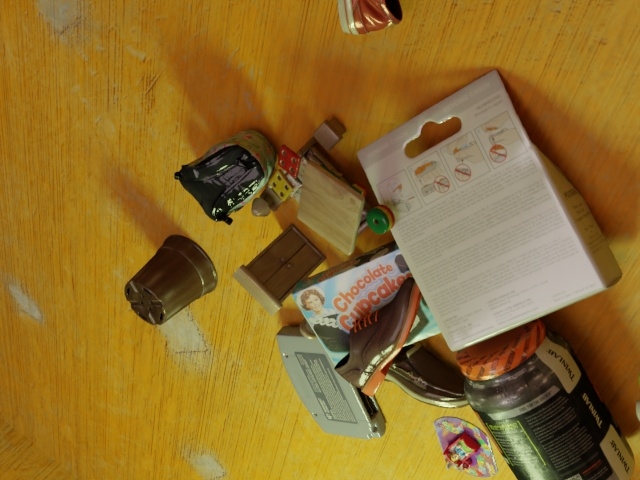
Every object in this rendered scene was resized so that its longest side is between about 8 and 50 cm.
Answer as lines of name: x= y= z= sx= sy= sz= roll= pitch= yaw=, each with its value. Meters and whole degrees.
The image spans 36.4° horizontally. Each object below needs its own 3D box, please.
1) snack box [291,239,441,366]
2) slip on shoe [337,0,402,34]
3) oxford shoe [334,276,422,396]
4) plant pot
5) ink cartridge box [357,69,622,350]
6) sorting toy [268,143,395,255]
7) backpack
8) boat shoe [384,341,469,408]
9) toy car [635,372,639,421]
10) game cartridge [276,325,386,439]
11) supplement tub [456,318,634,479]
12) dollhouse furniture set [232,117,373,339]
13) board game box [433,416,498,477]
snack box: x=0.129 y=0.106 z=1.809 sx=0.322 sy=0.060 sz=0.187 roll=-24 pitch=107 yaw=22
slip on shoe: x=0.072 y=-0.462 z=1.444 sx=0.101 sy=0.123 sz=0.331 roll=2 pitch=128 yaw=13
oxford shoe: x=0.104 y=0.165 z=1.757 sx=0.098 sy=0.097 sz=0.271 roll=27 pitch=120 yaw=4
plant pot: x=-0.354 y=0.099 z=2.254 sx=0.167 sy=0.165 sz=0.167 roll=24 pitch=136 yaw=26
ink cartridge box: x=0.269 y=-0.045 z=1.613 sx=0.308 sy=0.091 sz=0.385 roll=-29 pitch=85 yaw=36
sorting toy: x=0.021 y=-0.069 z=1.736 sx=0.274 sy=0.046 sz=0.132 roll=36 pitch=137 yaw=26
backpack: x=-0.174 y=-0.137 z=1.908 sx=0.182 sy=0.115 sz=0.152 roll=-33 pitch=109 yaw=34
boat shoe: x=0.192 y=0.254 z=1.959 sx=0.257 sy=0.095 sz=0.095 roll=17 pitch=127 yaw=31
toy car: x=0.606 y=0.252 z=1.569 sx=0.182 sy=0.159 sz=0.136 roll=21 pitch=171 yaw=27
game cartridge: x=0.017 y=0.318 z=2.202 sx=0.196 sy=0.060 sz=0.294 roll=-4 pitch=120 yaw=39
supplement tub: x=0.393 y=0.304 z=1.731 sx=0.207 sy=0.207 sz=0.338 roll=-17 pitch=111 yaw=48
dollhouse furniture set: x=0.000 y=0.000 z=1.846 sx=0.303 sy=0.174 sz=0.355 roll=45 pitch=141 yaw=0
board game box: x=0.303 y=0.453 z=2.078 sx=0.133 sy=0.033 sz=0.169 roll=6 pitch=127 yaw=39
